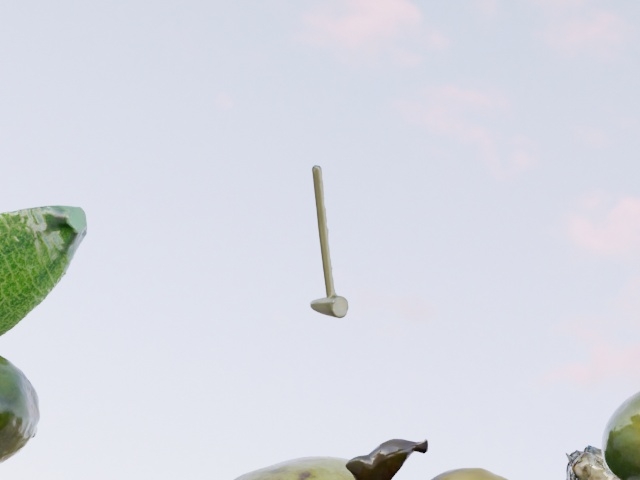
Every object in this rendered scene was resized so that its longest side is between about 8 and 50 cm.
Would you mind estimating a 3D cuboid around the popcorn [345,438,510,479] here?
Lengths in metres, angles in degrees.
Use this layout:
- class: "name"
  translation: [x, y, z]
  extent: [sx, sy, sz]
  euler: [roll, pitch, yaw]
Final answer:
- class: "popcorn"
  translation: [0.102, 0.338, 1.229]
  extent: [0.297, 0.281, 0.316]
  euler: [-41, -36, 23]

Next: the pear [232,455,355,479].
- class: "pear"
  translation: [0.001, 0.393, 1.593]
  extent: [0.304, 0.304, 0.304]
  euler: [20, -33, 14]

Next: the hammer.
- class: "hammer"
  translation: [0.000, 0.000, 1.757]
  extent: [0.060, 0.028, 0.195]
  euler: [10, -71, 52]

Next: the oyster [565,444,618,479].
- class: "oyster"
  translation: [0.334, 0.270, 1.452]
  extent: [0.259, 0.092, 0.198]
  euler: [11, 4, -39]

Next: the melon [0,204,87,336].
- class: "melon"
  translation: [-0.475, 0.043, 1.924]
  extent: [0.323, 0.124, 0.196]
  euler: [-26, -68, 8]

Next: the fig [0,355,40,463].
- class: "fig"
  translation: [-0.422, 0.201, 1.697]
  extent: [0.167, 0.167, 0.233]
  euler: [29, 11, 0]

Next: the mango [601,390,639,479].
- class: "mango"
  translation: [0.297, 0.144, 1.098]
  extent: [0.122, 0.191, 0.085]
  euler: [-46, -115, 38]
